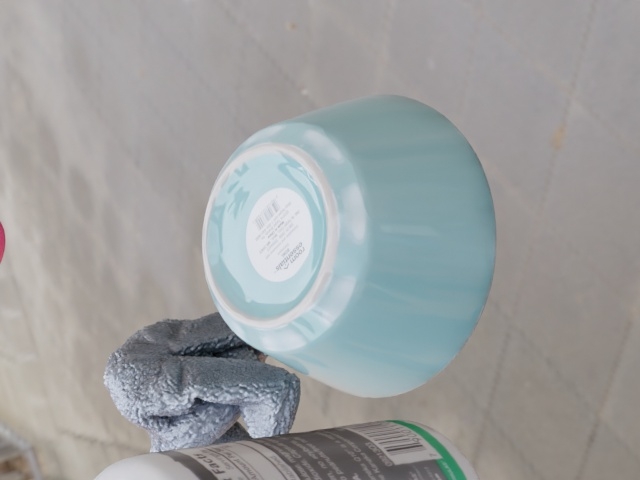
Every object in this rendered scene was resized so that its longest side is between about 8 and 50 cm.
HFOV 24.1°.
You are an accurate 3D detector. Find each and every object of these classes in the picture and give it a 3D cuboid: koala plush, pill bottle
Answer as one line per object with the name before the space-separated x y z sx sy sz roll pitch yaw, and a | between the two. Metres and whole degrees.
koala plush | -0.139 0.215 1.668 0.196 0.203 0.221 -116 26 -60
pill bottle | -0.059 0.251 1.105 0.204 0.361 0.204 5 96 53

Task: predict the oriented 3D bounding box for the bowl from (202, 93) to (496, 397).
bowl | 0.000 0.000 1.469 0.312 0.163 0.311 -5 83 43

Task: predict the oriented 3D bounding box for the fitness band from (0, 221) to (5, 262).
fitness band | -0.457 0.041 1.559 0.054 0.291 0.209 36 118 29
